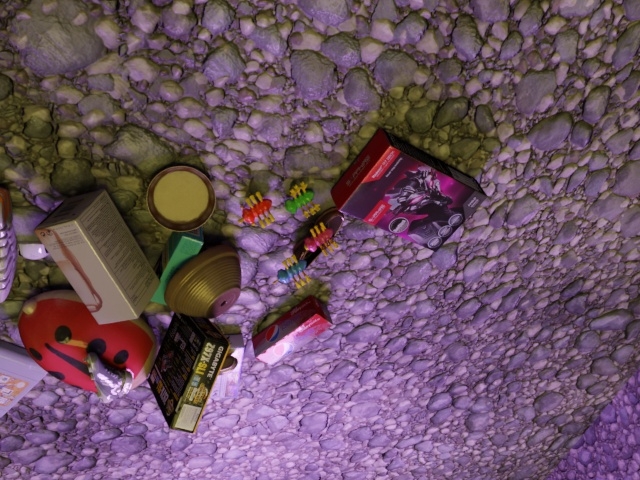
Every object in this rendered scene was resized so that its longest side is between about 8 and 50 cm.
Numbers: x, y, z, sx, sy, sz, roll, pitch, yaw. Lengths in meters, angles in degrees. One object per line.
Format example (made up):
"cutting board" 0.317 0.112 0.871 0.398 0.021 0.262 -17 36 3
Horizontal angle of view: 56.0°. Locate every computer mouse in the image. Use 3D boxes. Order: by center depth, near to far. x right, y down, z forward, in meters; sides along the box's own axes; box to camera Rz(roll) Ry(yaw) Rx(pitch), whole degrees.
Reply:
"computer mouse" -0.694 0.026 1.467 0.106 0.193 0.042 1 88 -16

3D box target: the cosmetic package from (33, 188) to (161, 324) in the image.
"cosmetic package" -0.537 0.043 1.475 0.129 0.153 0.296 -12 119 19

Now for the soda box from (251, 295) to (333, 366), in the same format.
"soda box" -0.093 0.292 1.919 0.263 0.083 0.092 -37 130 16

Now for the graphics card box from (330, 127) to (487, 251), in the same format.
"graphics card box" 0.244 -0.126 1.644 0.371 0.094 0.233 21 121 -31

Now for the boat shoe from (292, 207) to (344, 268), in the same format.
"boat shoe" 0.000 0.000 1.699 0.073 0.073 0.207 24 119 -30

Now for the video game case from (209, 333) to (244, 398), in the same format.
"video game case" -0.383 0.419 1.964 0.244 0.061 0.269 0 130 -16

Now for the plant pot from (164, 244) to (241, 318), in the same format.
"plant pot" -0.294 0.133 1.633 0.237 0.110 0.237 -38 160 -17

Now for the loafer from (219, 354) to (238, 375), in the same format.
"loafer" -0.331 0.390 1.873 0.148 0.056 0.050 -16 139 -3

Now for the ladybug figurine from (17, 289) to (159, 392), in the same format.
"ladybug figurine" -0.660 0.307 1.720 0.305 0.162 0.449 -35 130 16

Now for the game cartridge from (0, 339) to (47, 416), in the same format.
"game cartridge" -0.979 0.420 1.804 0.297 0.062 0.198 -41 133 20

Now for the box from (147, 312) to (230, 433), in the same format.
"box" -0.374 0.340 1.670 0.079 0.322 0.257 20 91 -28

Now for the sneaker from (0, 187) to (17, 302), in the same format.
"sneaker" -0.842 0.005 1.449 0.180 0.124 0.321 4 118 -14

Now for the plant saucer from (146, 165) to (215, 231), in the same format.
"plant saucer" -0.348 -0.106 1.505 0.168 0.029 0.168 -4 109 -13

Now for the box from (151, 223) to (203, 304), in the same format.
"box" -0.390 0.054 1.616 0.060 0.100 0.244 18 123 -27

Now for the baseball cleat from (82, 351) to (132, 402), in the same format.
"baseball cleat" -0.577 0.362 1.648 0.109 0.072 0.206 -17 139 -21

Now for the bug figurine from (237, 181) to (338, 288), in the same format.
"bug figurine" -0.081 -0.023 1.611 0.216 0.072 0.279 -29 102 -6
